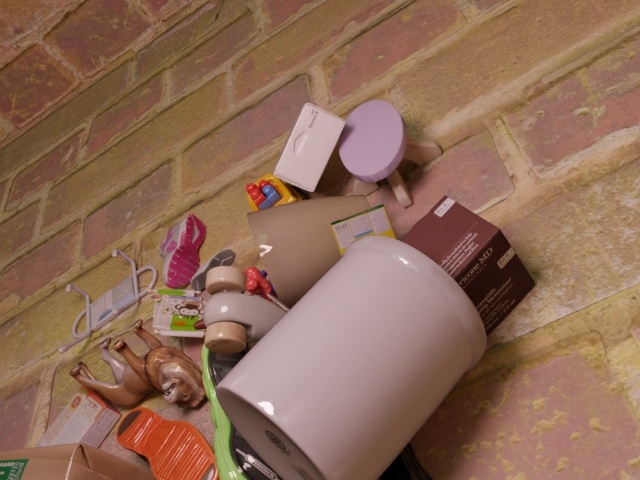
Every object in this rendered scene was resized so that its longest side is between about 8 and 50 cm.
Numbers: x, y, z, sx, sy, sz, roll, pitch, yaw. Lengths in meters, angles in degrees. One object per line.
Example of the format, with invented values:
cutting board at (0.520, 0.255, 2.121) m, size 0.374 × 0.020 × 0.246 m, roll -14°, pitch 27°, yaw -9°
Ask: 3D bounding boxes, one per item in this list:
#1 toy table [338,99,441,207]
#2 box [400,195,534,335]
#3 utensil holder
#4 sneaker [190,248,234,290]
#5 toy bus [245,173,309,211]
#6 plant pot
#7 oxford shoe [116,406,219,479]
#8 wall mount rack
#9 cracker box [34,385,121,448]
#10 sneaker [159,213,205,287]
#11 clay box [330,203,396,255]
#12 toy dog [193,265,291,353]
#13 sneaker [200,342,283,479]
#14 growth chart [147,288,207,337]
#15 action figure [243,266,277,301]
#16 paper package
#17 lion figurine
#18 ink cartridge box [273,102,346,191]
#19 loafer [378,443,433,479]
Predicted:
toy table at (0.158, -0.209, 1.707) m, size 0.252 × 0.161 × 0.274 m, roll -19°, pitch 46°, yaw 26°
box at (0.280, 0.056, 1.351) m, size 0.168 × 0.203 × 0.167 m, roll -46°, pitch 41°, yaw -2°
utensil holder at (0.051, 0.232, 1.219) m, size 0.385 × 0.328 × 0.327 m, roll -42°, pitch 37°, yaw -26°
sneaker at (-0.310, 0.073, 1.931) m, size 0.152 × 0.054 × 0.061 m, roll -40°, pitch 23°, yaw -3°
toy bus at (-0.124, -0.098, 1.805) m, size 0.149 × 0.211 × 0.220 m, roll -41°, pitch 39°, yaw 5°
plant pot at (0.000, 0.000, 1.621) m, size 0.273 × 0.257 × 0.257 m, roll -23°, pitch 42°, yaw 0°
oxford shoe at (-0.313, 0.479, 1.529) m, size 0.363 × 0.133 × 0.130 m, roll 14°, pitch 61°, yaw 49°
wall mount rack at (-0.656, 0.195, 2.050) m, size 0.350 × 0.130 × 0.304 m, roll -35°, pitch 41°, yaw 11°
cracker box at (-0.653, 0.518, 1.823) m, size 0.155 × 0.067 × 0.232 m, roll 22°, pitch 71°, yaw 48°
sneaker at (-0.422, 0.043, 2.022) m, size 0.111 × 0.103 × 0.252 m, roll -21°, pitch 39°, yaw 30°
clay box at (0.118, 0.046, 1.507) m, size 0.127 × 0.222 × 0.053 m, roll -19°, pitch 10°, yaw 5°
toy dog at (-0.128, 0.186, 1.424) m, size 0.161 × 0.333 × 0.220 m, roll -29°, pitch 30°, yaw 45°
sneaker at (-0.138, 0.358, 1.495) m, size 0.202 × 0.185 × 0.483 m, roll -19°, pitch 44°, yaw -3°
growth chart at (-0.371, 0.192, 1.827) m, size 0.171 × 0.021 × 0.237 m, roll -1°, pitch 27°, yaw -16°
action figure at (-0.171, 0.130, 1.613) m, size 0.139 × 0.280 × 0.091 m, roll -41°, pitch 85°, yaw -5°
paper package at (-0.537, 0.575, 1.495) m, size 0.324 × 0.309 × 0.168 m, roll -15°, pitch 48°, yaw 31°
lion figurine at (-0.461, 0.349, 1.747) m, size 0.392 × 0.240 × 0.142 m, roll -25°, pitch 20°, yaw 44°
ink cartridge box at (-0.035, -0.241, 1.790) m, size 0.273 × 0.114 × 0.199 m, roll -117°, pitch 52°, yaw -81°
loafer at (0.128, 0.409, 1.266) m, size 0.096 × 0.084 × 0.267 m, roll -48°, pitch 41°, yaw -2°
